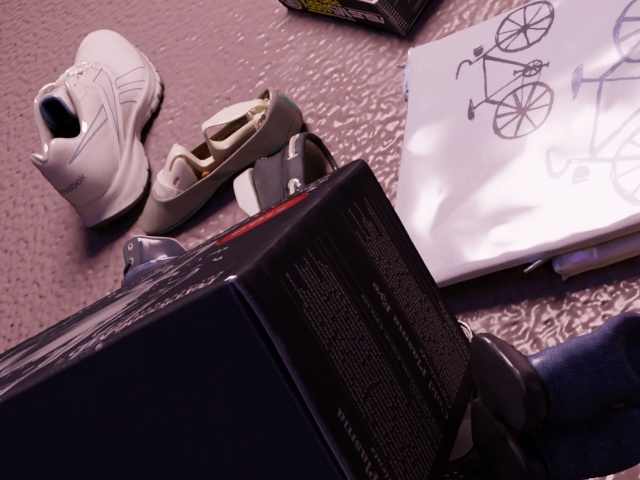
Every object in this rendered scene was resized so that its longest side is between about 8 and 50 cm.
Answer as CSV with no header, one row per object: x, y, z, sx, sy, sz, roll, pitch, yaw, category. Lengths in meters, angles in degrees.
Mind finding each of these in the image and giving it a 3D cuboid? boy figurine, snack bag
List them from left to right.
0.204,-0.101,1.075,0.342,0.037,0.323,-19,45,31,snack bag
0.236,0.070,0.772,0.285,0.177,0.092,-15,29,-13,boy figurine

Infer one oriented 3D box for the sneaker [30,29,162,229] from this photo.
-0.258,-0.154,1.436,0.111,0.129,0.297,-30,41,20,sneaker

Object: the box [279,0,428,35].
0.078,-0.361,1.370,0.216,0.060,0.270,24,79,48,box

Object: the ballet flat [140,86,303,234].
-0.117,-0.088,1.307,0.213,0.068,0.072,-34,41,12,ballet flat

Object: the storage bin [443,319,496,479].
0.056,0.152,0.943,0.180,0.084,0.122,-24,44,24,storage bin

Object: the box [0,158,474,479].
-0.102,0.126,0.782,0.343,0.179,0.312,-28,7,18,box

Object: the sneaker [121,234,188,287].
-0.189,0.091,1.186,0.226,0.086,0.163,-23,54,10,sneaker

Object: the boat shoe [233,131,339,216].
0.000,0.000,1.096,0.091,0.114,0.302,-41,39,11,boat shoe
